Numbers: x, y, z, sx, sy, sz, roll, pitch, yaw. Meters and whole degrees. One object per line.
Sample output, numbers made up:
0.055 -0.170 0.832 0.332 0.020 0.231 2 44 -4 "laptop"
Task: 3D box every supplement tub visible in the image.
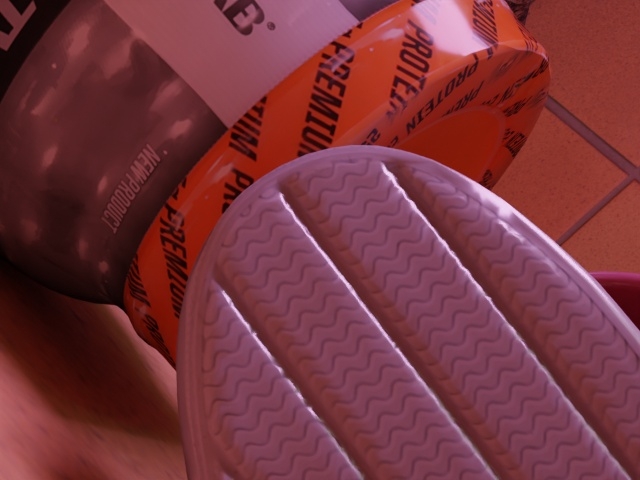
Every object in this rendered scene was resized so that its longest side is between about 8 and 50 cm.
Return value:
-0.082 -0.115 0.466 0.316 0.193 0.193 48 1 18 "supplement tub"

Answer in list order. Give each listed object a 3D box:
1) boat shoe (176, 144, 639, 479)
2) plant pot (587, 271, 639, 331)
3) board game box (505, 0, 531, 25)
0.068 0.133 0.349 0.335 0.121 0.119 59 -6 3 "boat shoe"
0.142 0.146 0.671 0.201 0.201 0.180 49 -13 50 "plant pot"
-0.003 -0.172 1.031 0.232 0.291 0.141 86 -17 -67 "board game box"
